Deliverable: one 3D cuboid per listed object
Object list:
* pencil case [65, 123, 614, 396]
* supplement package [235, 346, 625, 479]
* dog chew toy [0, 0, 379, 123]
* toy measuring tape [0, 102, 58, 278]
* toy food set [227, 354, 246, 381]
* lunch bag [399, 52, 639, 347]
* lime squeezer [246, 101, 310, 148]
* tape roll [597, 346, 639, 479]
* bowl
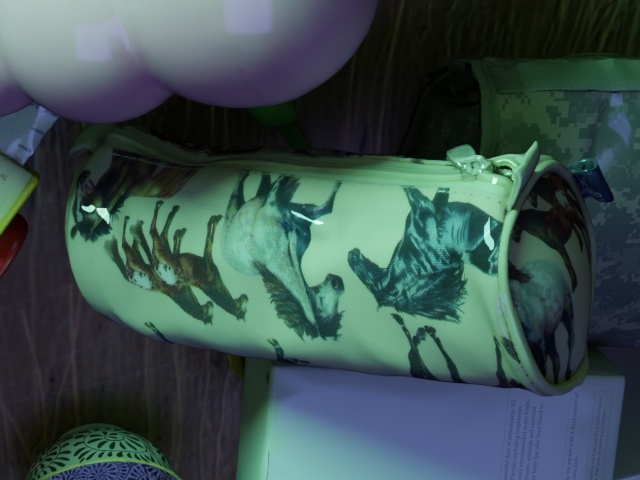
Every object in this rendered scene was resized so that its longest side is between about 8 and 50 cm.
[{"bbox_3d":[0.000,0.000,1.360,0.410,0.160,0.183,6,116,32],"label":"pencil case"},{"bbox_3d":[0.085,0.164,1.594,0.293,0.175,0.177,3,105,-10],"label":"supplement package"},{"bbox_3d":[-0.133,-0.169,1.242,0.332,0.206,0.206,-14,141,12],"label":"dog chew toy"},{"bbox_3d":[-0.246,-0.065,1.417,0.121,0.121,0.330,29,103,-39],"label":"toy measuring tape"},{"bbox_3d":[0.007,0.140,1.727,0.128,0.071,0.218,-29,138,18],"label":"toy food set"},{"bbox_3d":[0.192,-0.050,1.487,0.235,0.169,0.287,0,142,-16],"label":"lunch bag"},{"bbox_3d":[0.004,-0.137,1.419,0.110,0.059,0.310,5,136,-21],"label":"lime squeezer"},{"bbox_3d":[0.279,0.230,1.834,0.246,0.169,0.246,-7,139,-6],"label":"tape roll"},{"bbox_3d":[-0.209,0.224,1.758,0.170,0.080,0.170,-8,139,-7],"label":"bowl"}]
